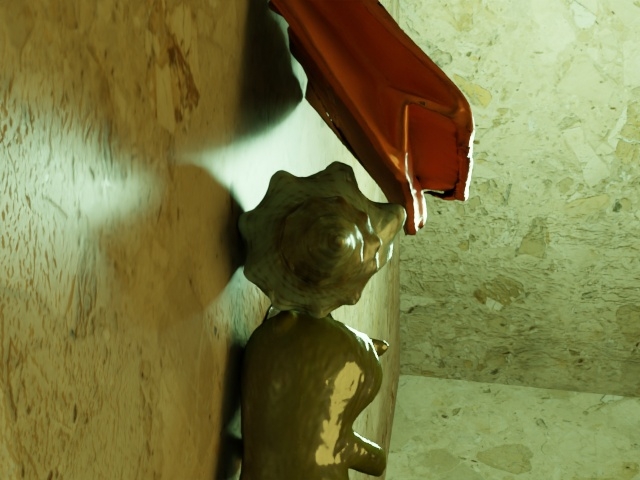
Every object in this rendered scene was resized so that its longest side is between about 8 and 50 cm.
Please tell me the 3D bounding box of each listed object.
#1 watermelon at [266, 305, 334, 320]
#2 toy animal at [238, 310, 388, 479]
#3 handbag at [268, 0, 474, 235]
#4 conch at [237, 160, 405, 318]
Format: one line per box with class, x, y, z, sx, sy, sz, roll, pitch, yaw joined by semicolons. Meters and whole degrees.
watermelon;-0.024;0.117;1.454;0.241;0.094;0.154;-77;175;-54
toy animal;-0.027;0.270;1.200;0.180;0.181;0.363;36;57;-69
handbag;0.070;-0.176;1.288;0.303;0.116;0.410;55;-1;12
conch;0.001;-0.013;1.215;0.386;0.203;0.169;-112;-156;-75
